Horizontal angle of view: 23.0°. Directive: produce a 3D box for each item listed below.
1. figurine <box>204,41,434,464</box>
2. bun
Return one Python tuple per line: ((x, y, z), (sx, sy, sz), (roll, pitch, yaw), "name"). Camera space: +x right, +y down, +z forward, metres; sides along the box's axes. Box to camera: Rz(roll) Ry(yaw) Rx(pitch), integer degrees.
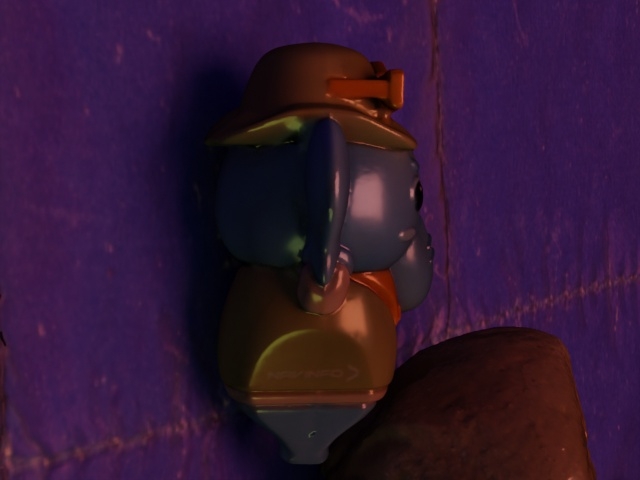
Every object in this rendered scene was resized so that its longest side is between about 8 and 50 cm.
((-0.004, 0.001, 1.023), (0.180, 0.153, 0.262), (-45, 143, -58), "figurine")
((0.096, 0.203, 1.086), (0.281, 0.204, 0.282), (-13, 90, -83), "bun")
